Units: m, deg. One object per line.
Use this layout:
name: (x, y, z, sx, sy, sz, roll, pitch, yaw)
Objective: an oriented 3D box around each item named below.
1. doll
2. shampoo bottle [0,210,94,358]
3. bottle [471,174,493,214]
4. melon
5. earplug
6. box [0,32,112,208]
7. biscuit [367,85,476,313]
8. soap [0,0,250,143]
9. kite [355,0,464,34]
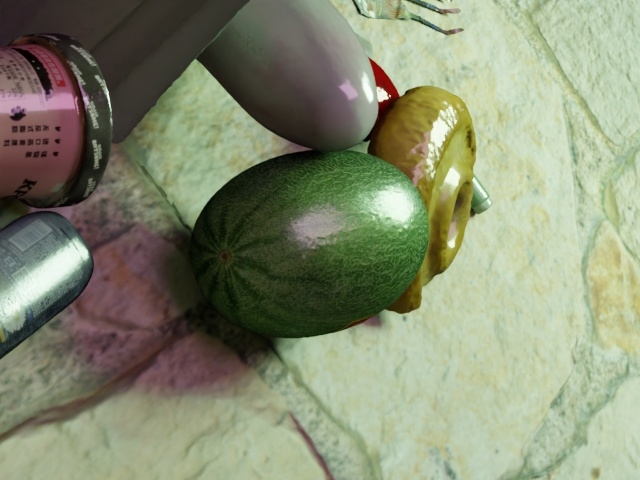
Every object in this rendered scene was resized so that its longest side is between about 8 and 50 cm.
doll: (0.036, -0.180, 1.879, 0.183, 0.085, 0.217, 27, 26, -42)
shampoo bottle: (-0.269, 0.050, 1.327, 0.087, 0.049, 0.233, 54, 34, -6)
bottle: (0.179, -0.072, 2.009, 0.083, 0.030, 0.030, 53, 34, -7)
melon: (0.000, 0.000, 1.583, 0.288, 0.182, 0.182, -13, 73, -44)
earplug: (-0.042, -0.188, 1.607, 0.172, 0.172, 0.301, 17, 26, -44)
box: (-0.271, -0.099, 1.368, 0.135, 0.151, 0.151, -6, 67, -45)
biscuit: (0.114, -0.058, 1.804, 0.274, 0.091, 0.213, -56, 151, -48)
soap: (-0.186, -0.352, 1.428, 0.350, 0.435, 0.213, 35, 33, -22)
kite: (0.106, -0.320, 2.144, 0.229, 0.016, 0.127, 15, 54, -41)
